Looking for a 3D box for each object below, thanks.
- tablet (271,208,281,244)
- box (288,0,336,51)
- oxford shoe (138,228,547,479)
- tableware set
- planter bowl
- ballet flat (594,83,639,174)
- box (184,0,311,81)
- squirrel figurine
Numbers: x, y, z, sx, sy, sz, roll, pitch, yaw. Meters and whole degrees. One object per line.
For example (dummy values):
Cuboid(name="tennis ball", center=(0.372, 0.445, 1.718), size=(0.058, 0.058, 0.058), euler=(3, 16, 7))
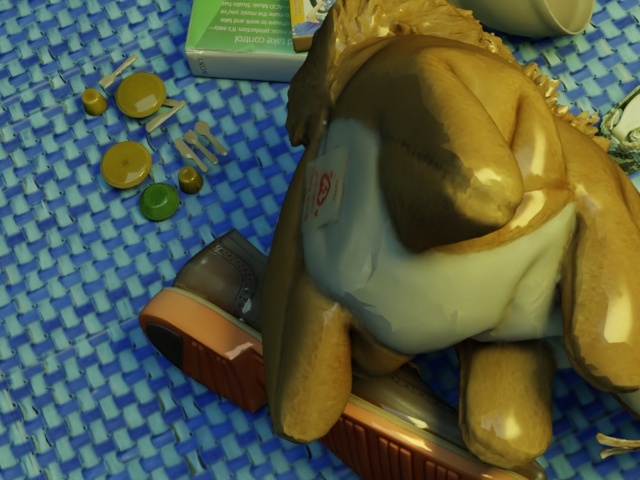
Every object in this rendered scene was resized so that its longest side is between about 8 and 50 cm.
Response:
Cuboid(name="tablet", center=(0.000, 0.000, 1.199), size=(0.083, 0.006, 0.054), euler=(8, 66, 9))
Cuboid(name="box", center=(0.039, -0.217, 1.224), size=(0.136, 0.028, 0.081), euler=(-7, 67, 4))
Cuboid(name="oxford shoe", center=(0.033, 0.100, 1.084), size=(0.363, 0.130, 0.133), euler=(29, 64, 17))
Cuboid(name="tableware set", center=(-0.163, -0.092, 1.250), size=(0.104, 0.024, 0.154), euler=(-41, 69, -10))
Cuboid(name="planter bowl", center=(0.170, -0.257, 1.236), size=(0.109, 0.162, 0.162), euler=(-7, 61, 31))
Cuboid(name="ballet flat", center=(0.312, -0.128, 1.200), size=(0.070, 0.070, 0.188), euler=(40, 74, 21))
Cuboid(name="box", center=(0.008, -0.299, 1.307), size=(0.232, 0.058, 0.322), euler=(5, 66, 7))
Cuboid(name="squirrel figurine", center=(0.164, -0.020, 1.017), size=(0.370, 0.281, 0.397), euler=(13, 38, -23))
